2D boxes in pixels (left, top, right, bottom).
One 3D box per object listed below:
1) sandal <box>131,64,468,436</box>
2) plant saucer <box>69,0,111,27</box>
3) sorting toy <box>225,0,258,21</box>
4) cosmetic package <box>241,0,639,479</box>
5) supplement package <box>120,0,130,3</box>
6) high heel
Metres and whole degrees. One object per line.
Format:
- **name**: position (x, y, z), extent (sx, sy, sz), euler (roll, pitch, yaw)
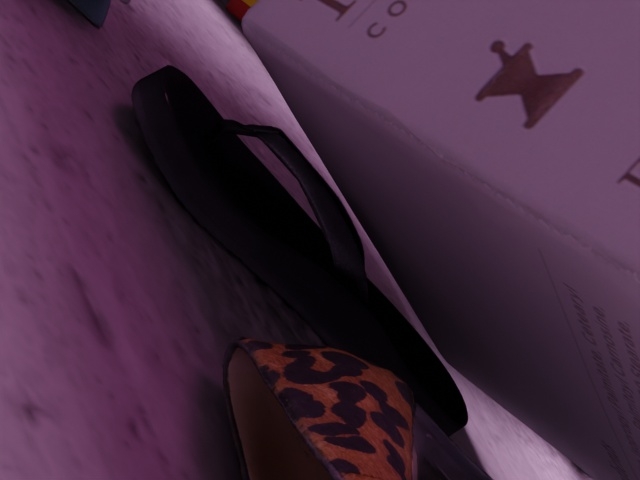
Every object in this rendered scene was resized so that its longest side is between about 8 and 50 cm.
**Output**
- **sandal**: position (0.000, 0.000, 0.648), extent (0.254, 0.054, 0.097), euler (47, 15, -17)
- **plant saucer**: position (-0.150, -0.191, 0.725), extent (0.067, 0.018, 0.192), euler (42, 17, -31)
- **sorting toy**: position (0.043, -0.213, 1.035), extent (0.257, 0.089, 0.255), euler (36, 35, -7)
- **cosmetic package**: position (0.245, -0.031, 0.571), extent (0.393, 0.329, 0.327), euler (37, -12, 41)
- **supplement package**: position (-0.148, -0.268, 0.615), extent (0.203, 0.149, 0.194), euler (28, 26, -45)
- **high heel**: position (-0.024, 0.098, 0.366), extent (0.186, 0.093, 0.261), euler (34, 19, 28)
